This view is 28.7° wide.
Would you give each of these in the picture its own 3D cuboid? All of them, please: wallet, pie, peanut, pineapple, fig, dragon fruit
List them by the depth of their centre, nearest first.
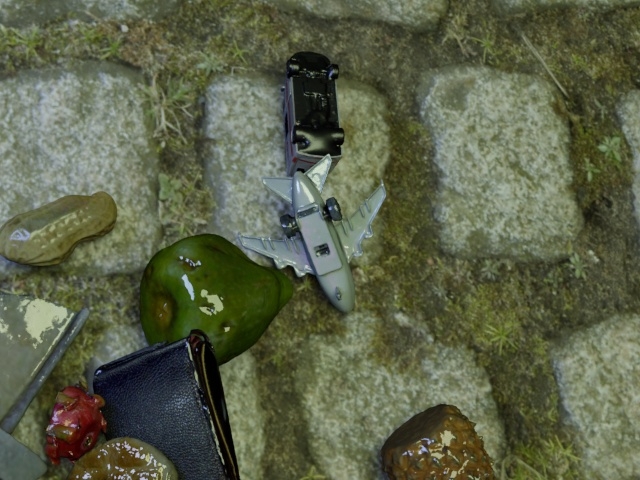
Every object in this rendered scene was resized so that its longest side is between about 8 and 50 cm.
[{"bbox_3d":[-0.284,0.373,1.752,0.195,0.046,0.195,-6,72,18],"label":"pie"},{"bbox_3d":[-0.215,0.279,1.798,0.071,0.221,0.262,0,73,-53],"label":"wallet"},{"bbox_3d":[-0.347,0.268,1.803,0.068,0.126,0.112,10,103,10],"label":"dragon fruit"},{"bbox_3d":[-0.398,-0.017,1.907,0.194,0.083,0.093,-21,66,-22],"label":"peanut"},{"bbox_3d":[-0.135,0.091,1.920,0.275,0.206,0.206,-3,72,-43],"label":"fig"},{"bbox_3d":[0.232,0.429,1.937,0.169,0.169,0.340,-33,93,-24],"label":"pineapple"}]

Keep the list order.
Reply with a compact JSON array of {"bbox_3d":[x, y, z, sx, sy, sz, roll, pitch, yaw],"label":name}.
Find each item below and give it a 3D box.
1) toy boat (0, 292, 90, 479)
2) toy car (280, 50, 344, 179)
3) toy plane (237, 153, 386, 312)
[{"bbox_3d":[-0.500,0.201,1.796,0.276,0.111,0.294,20,58,-21],"label":"toy boat"},{"bbox_3d":[-0.019,-0.208,2.086,0.089,0.108,0.210,2,65,-15],"label":"toy car"},{"bbox_3d":[-0.001,0.000,2.004,0.251,0.101,0.255,-19,96,6],"label":"toy plane"}]
